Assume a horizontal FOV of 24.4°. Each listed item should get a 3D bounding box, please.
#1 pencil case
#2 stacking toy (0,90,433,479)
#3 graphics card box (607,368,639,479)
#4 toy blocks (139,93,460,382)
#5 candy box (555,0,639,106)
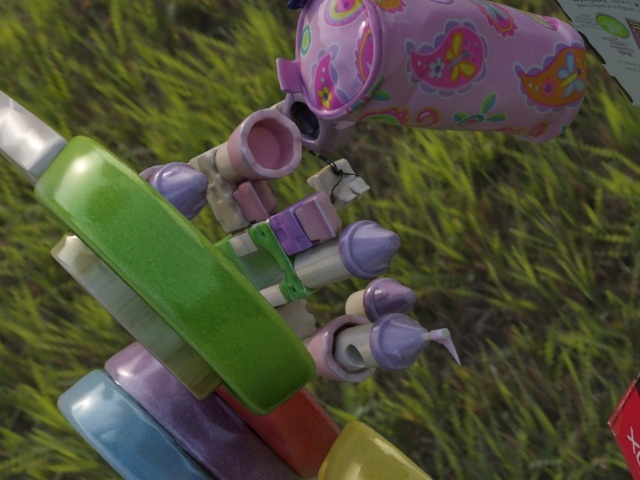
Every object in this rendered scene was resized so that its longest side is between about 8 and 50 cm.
[{"bbox_3d":[0.103,-0.151,1.273,0.124,0.284,0.124,-1,89,50],"label":"pencil case"},{"bbox_3d":[-0.073,0.086,0.652,0.130,0.279,0.309,-46,28,-9],"label":"stacking toy"},{"bbox_3d":[0.165,0.052,0.232,0.094,0.371,0.233,-15,64,-11],"label":"graphics card box"},{"bbox_3d":[0.000,0.000,1.397,0.309,0.288,0.260,-32,6,-34],"label":"toy blocks"},{"bbox_3d":[0.233,-0.176,1.008,0.071,0.233,0.159,-53,37,-11],"label":"candy box"}]
